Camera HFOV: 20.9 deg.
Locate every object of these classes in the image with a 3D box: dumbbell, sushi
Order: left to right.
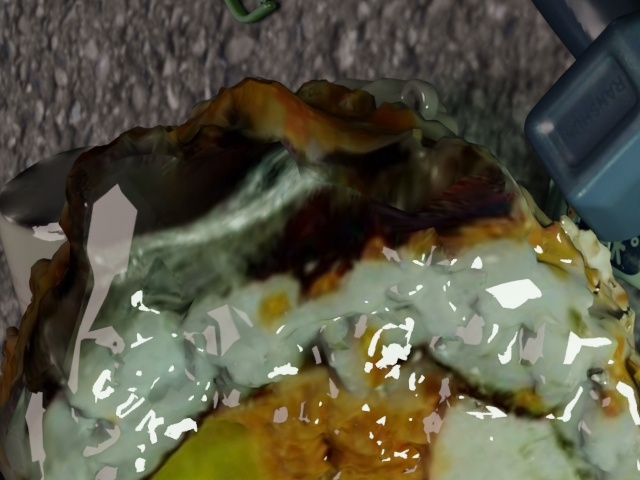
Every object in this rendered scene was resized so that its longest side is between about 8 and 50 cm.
[{"bbox_3d":[0.002,0.120,0.967,0.176,0.418,0.417,-96,15,-75],"label":"sushi"},{"bbox_3d":[0.128,-0.160,0.943,0.316,0.156,0.143,60,161,24],"label":"dumbbell"}]

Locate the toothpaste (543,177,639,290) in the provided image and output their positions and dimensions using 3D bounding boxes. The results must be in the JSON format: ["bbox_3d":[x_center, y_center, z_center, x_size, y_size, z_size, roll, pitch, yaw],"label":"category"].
[{"bbox_3d":[0.196,0.015,0.965,0.205,0.036,0.056,35,117,43],"label":"toothpaste"}]

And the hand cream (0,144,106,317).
[{"bbox_3d":[-0.140,0.112,1.217,0.185,0.118,0.358,-135,33,-55],"label":"hand cream"}]

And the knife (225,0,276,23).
[{"bbox_3d":[-0.079,-0.250,1.240,0.054,0.015,0.212,-34,70,51],"label":"knife"}]

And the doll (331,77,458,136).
[{"bbox_3d":[0.000,0.000,1.117,0.293,0.119,0.138,-55,38,40],"label":"doll"}]
